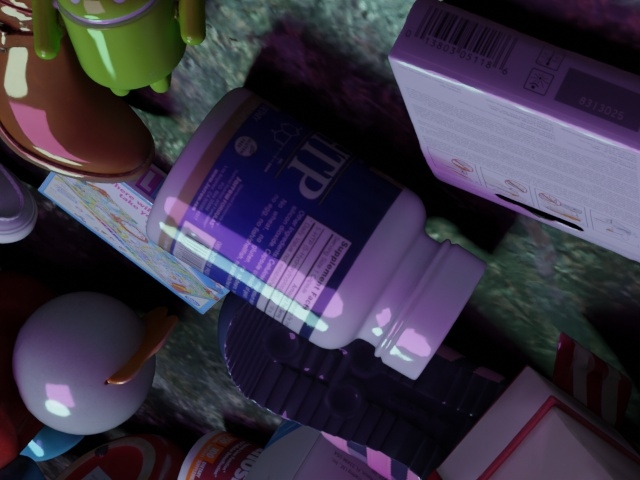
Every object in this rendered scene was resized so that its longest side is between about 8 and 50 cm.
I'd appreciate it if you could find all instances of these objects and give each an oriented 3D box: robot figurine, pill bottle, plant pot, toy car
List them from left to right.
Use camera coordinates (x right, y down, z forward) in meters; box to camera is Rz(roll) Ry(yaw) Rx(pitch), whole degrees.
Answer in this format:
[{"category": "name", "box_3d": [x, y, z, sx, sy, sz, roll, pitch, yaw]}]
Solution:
[{"category": "toy car", "box_3d": [-0.208, 0.092, 1.419, 0.238, 0.210, 0.219, -15, 116, 21]}, {"category": "robot figurine", "box_3d": [-0.115, -0.134, 1.019, 0.101, 0.067, 0.115, -3, 145, 7]}, {"category": "plant pot", "box_3d": [-0.160, 0.284, 1.632, 0.191, 0.191, 0.174, 0, 129, 48]}, {"category": "pill bottle", "box_3d": [-0.041, 0.223, 1.503, 0.152, 0.086, 0.086, 17, 149, 28]}, {"category": "pill bottle", "box_3d": [0.000, 0.000, 1.064, 0.187, 0.112, 0.112, 32, 153, 3]}]

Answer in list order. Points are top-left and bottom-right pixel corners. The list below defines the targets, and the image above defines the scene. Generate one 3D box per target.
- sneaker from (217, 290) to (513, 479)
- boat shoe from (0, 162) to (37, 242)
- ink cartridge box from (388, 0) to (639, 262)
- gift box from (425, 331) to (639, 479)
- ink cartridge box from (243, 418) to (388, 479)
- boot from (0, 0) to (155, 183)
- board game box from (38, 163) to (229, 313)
[{"category": "sneaker", "box_3d": [0.069, 0.114, 1.221, 0.319, 0.112, 0.131, 35, -177, -15]}, {"category": "boat shoe", "box_3d": [-0.290, -0.070, 1.331, 0.184, 0.066, 0.063, 42, 154, 5]}, {"category": "ink cartridge box", "box_3d": [0.121, -0.054, 0.945, 0.145, 0.045, 0.179, 23, 170, 18]}, {"category": "gift box", "box_3d": [0.154, 0.233, 1.064, 0.276, 0.255, 0.258, 41, -174, -26]}, {"category": "ink cartridge box", "box_3d": [0.012, 0.245, 1.317, 0.171, 0.232, 0.168, 38, 153, -7]}, {"category": "boot", "box_3d": [-0.174, -0.123, 1.101, 0.197, 0.073, 0.152, 33, 149, -5]}, {"category": "board game box", "box_3d": [-0.123, -0.015, 1.266, 0.154, 0.026, 0.103, 38, 153, -8]}]
